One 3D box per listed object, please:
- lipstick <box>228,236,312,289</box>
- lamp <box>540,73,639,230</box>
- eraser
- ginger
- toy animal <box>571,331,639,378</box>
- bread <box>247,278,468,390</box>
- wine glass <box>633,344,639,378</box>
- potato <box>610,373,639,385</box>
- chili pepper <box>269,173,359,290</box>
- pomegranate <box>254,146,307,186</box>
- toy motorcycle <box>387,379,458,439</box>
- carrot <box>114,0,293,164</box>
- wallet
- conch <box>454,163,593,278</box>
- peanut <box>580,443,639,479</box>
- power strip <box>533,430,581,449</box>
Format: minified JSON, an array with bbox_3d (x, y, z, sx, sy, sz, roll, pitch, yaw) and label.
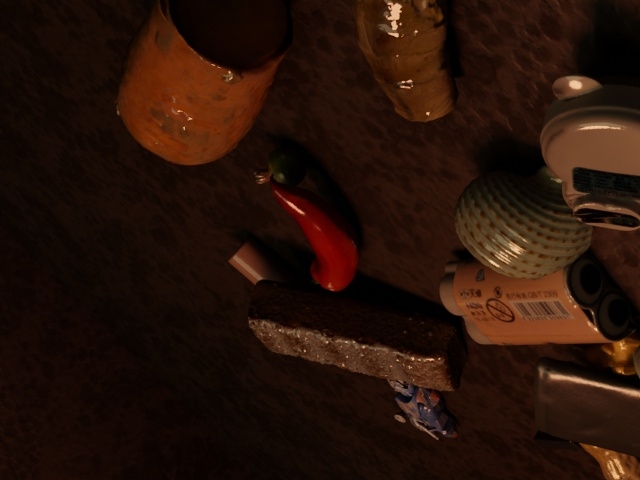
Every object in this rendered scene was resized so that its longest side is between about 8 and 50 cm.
[{"bbox_3d":[-0.070,0.099,2.246,0.254,0.070,0.070,41,155,-4],"label":"lipstick"},{"bbox_3d":[0.349,-0.110,1.283,0.179,0.108,0.246,14,150,18],"label":"lamp"},{"bbox_3d":[0.322,0.094,1.695,0.171,0.087,0.290,49,152,-18],"label":"eraser"},{"bbox_3d":[0.105,-0.256,1.376,0.263,0.116,0.109,66,-175,-52],"label":"ginger"},{"bbox_3d":[0.447,0.177,1.692,0.083,0.070,0.159,6,172,-23],"label":"toy animal"},{"bbox_3d":[0.066,0.181,2.069,0.416,0.113,0.165,10,156,26],"label":"bread"},{"bbox_3d":[0.495,0.128,1.496,0.103,0.103,0.231,32,158,15],"label":"wine glass"},{"bbox_3d":[0.473,0.239,1.735,0.105,0.085,0.188,29,156,-24],"label":"potato"},{"bbox_3d":[0.005,0.000,1.939,0.137,0.092,0.368,22,153,20],"label":"chili pepper"},{"bbox_3d":[-0.063,-0.116,1.855,0.073,0.084,0.073,37,160,16],"label":"pomegranate"},{"bbox_3d":[0.211,0.339,2.278,0.114,0.076,0.205,8,142,37],"label":"toy motorcycle"},{"bbox_3d":[-0.175,-0.253,1.629,0.224,0.224,0.341,41,149,-5],"label":"carrot"},{"bbox_3d":[0.445,0.262,1.674,0.245,0.052,0.168,15,138,24],"label":"wallet"},{"bbox_3d":[0.265,-0.022,1.503,0.172,0.131,0.200,55,155,11],"label":"conch"},{"bbox_3d":[0.513,0.364,1.894,0.214,0.099,0.099,53,152,-15],"label":"peanut"},{"bbox_3d":[0.443,0.364,2.041,0.029,0.038,0.111,45,156,-16],"label":"power strip"}]
